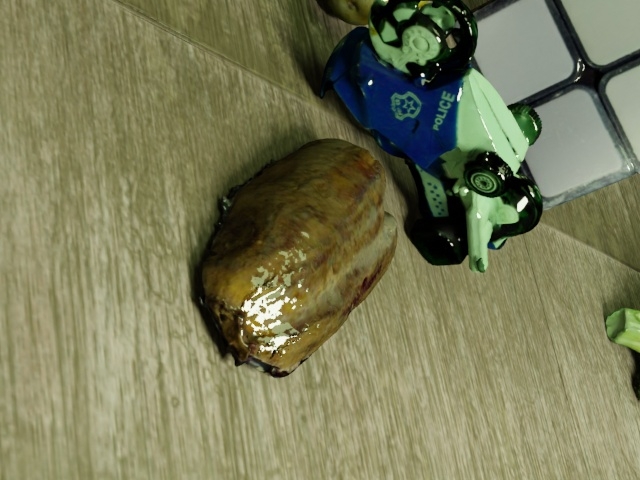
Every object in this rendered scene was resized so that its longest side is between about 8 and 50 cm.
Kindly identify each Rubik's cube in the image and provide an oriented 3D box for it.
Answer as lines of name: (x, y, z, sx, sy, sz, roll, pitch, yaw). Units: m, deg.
Rubik's cube: (0.425, -0.264, 1.595, 0.316, 0.313, 0.318, 63, 31, -4)

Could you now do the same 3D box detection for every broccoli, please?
broccoli: (0.512, 0.155, 1.634, 0.194, 0.194, 0.220, 31, 68, -45)

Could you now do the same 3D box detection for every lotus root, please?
lotus root: (0.000, 0.000, 0.968, 0.167, 0.078, 0.329, 57, 31, -11)

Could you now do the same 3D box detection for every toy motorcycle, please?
toy motorcycle: (0.115, -0.118, 1.148, 0.125, 0.196, 0.331, -57, 133, -35)

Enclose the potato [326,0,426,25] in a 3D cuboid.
potato: (0.065, -0.324, 1.256, 0.157, 0.157, 0.194, 49, 47, -26)
